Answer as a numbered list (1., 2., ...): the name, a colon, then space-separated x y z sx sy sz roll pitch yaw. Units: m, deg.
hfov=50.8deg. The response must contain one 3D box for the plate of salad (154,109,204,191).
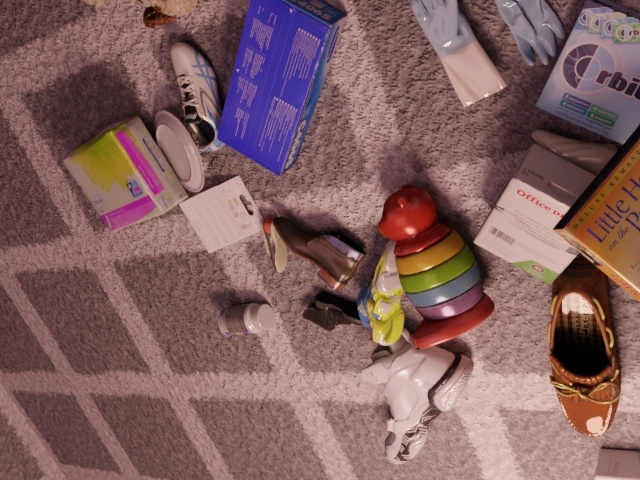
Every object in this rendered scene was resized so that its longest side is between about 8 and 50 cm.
1. plate of salad: -0.313 -0.204 1.526 0.200 0.048 0.200 37 144 33

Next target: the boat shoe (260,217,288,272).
1. boat shoe: -0.109 0.010 1.560 0.043 0.049 0.137 8 122 30

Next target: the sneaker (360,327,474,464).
1. sneaker: 0.186 0.353 1.561 0.210 0.137 0.366 32 127 9

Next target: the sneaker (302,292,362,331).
1. sneaker: 0.035 0.179 1.589 0.170 0.051 0.089 22 130 23

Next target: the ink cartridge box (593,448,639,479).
1. ink cartridge box: 0.694 0.522 1.392 0.212 0.093 0.154 -9 115 34

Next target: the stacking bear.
1. stacking bear: 0.209 0.033 1.316 0.164 0.175 0.289 -23 99 25

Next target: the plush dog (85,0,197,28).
1. plush dog: -0.328 -0.518 1.274 0.225 0.211 0.262 41 162 -19

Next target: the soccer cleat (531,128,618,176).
1. soccer cleat: 0.445 -0.140 1.117 0.196 0.068 0.076 34 113 8

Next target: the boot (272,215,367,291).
1. boot: 0.000 0.000 1.487 0.219 0.082 0.106 43 111 4

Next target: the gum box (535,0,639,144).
1. gum box: 0.446 -0.261 1.042 0.157 0.041 0.184 27 132 13

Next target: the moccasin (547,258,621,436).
1. moccasin: 0.498 0.225 1.270 0.139 0.147 0.380 8 124 27

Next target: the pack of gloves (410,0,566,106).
1. pack of gloves: 0.269 -0.363 1.092 0.195 0.046 0.232 -24 110 28

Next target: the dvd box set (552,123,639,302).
1. dvd box set: 0.603 0.003 0.990 0.420 0.062 0.308 39 89 1

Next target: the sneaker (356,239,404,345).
1. sneaker: 0.125 0.099 1.449 0.126 0.091 0.240 26 111 54

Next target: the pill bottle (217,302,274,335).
1. pill bottle: -0.188 0.201 1.717 0.137 0.078 0.078 -11 114 37

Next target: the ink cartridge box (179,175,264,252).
1. ink cartridge box: -0.226 -0.066 1.597 0.179 0.045 0.145 -23 107 20

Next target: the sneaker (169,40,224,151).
1. sneaker: -0.259 -0.299 1.415 0.085 0.086 0.237 -3 117 35

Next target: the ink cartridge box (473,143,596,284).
1. ink cartridge box: 0.379 -0.040 1.153 0.160 0.093 0.219 30 152 10

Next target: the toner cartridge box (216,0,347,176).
1. toner cartridge box: -0.084 -0.308 1.308 0.165 0.075 0.348 31 132 8

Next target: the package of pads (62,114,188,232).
1. package of pads: -0.474 -0.153 1.605 0.296 0.101 0.229 -14 112 48
